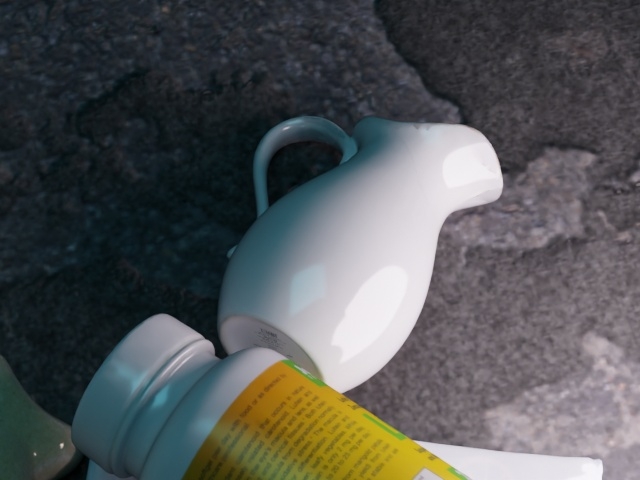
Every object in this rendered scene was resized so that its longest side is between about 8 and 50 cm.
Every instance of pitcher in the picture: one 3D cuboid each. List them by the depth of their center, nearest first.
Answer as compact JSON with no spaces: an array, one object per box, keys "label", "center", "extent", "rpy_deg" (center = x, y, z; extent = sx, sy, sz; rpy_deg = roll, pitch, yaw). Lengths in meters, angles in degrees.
[{"label":"pitcher","center":[0.000,0.000,1.222],"extent":[0.178,0.125,0.207],"rpy_deg":[16,52,30]}]

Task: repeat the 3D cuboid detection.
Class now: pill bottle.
[{"label":"pill bottle","center":[-0.023,0.149,1.089],"extent":[0.246,0.136,0.136],"rpy_deg":[32,68,15]}]

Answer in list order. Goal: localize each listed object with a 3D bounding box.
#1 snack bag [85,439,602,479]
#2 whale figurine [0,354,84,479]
[{"label":"snack bag","center":[0.003,0.265,1.127],"extent":[0.342,0.037,0.323],"rpy_deg":[7,64,3]},{"label":"whale figurine","center":[-0.258,0.194,1.119],"extent":[0.216,0.141,0.272],"rpy_deg":[46,46,-16]}]
